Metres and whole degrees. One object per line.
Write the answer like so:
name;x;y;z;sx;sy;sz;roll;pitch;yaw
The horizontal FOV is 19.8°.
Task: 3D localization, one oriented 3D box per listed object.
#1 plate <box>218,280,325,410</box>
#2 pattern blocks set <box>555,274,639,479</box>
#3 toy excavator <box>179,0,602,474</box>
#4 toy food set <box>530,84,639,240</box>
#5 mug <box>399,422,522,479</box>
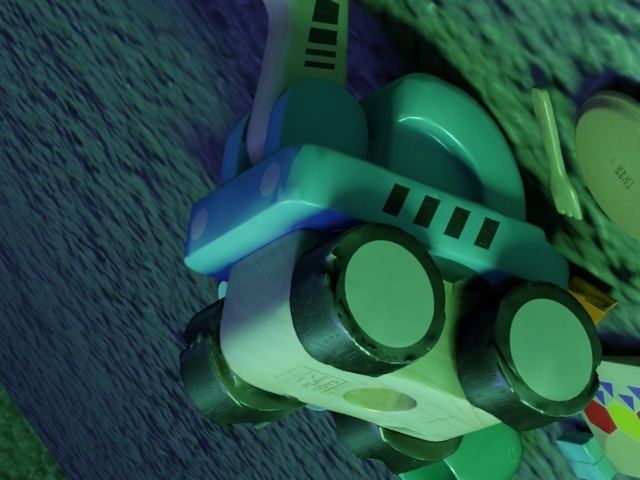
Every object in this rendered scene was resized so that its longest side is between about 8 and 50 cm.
plate;-0.045;0.113;2.076;0.188;0.024;0.188;40;156;23
pattern blocks set;0.278;0.148;1.509;0.325;0.026;0.285;16;139;55
toy excavator;0.004;-0.086;1.434;0.433;0.445;0.222;20;152;-26
toy food set;0.229;-0.050;1.294;0.192;0.038;0.132;29;143;53
mug;0.125;0.178;1.755;0.129;0.097;0.157;16;139;56
